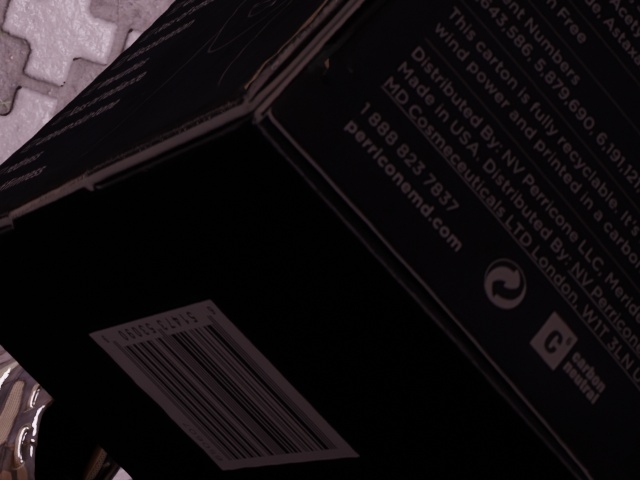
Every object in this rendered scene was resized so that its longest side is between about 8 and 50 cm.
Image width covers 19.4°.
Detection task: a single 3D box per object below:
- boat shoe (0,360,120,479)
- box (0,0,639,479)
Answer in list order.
[{"bbox_3d":[-0.233,0.188,1.630,0.130,0.132,0.355,-16,17,15],"label":"boat shoe"},{"bbox_3d":[0.083,-0.080,1.107,0.472,0.297,0.480,-50,16,-26],"label":"box"}]
